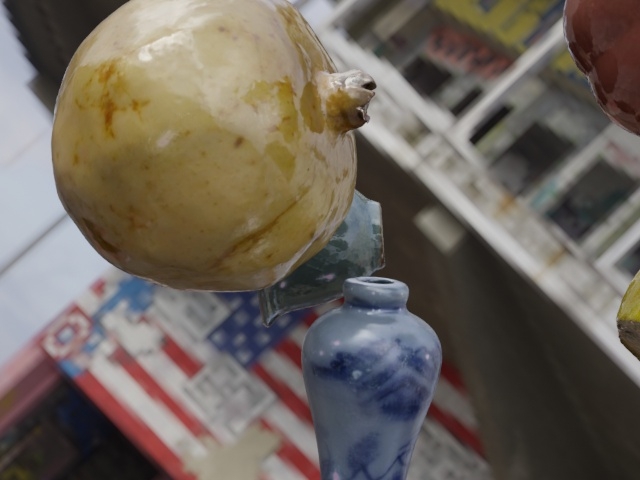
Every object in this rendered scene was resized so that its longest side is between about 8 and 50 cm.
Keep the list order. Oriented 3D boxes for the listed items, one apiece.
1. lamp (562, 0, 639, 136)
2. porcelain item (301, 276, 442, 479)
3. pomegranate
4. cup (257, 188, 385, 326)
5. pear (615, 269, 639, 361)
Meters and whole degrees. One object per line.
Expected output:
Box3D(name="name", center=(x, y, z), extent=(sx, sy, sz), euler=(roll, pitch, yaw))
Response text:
Box3D(name="lamp", center=(0.364, -0.202, 1.785), extent=(0.305, 0.305, 0.239), euler=(47, -31, 3))
Box3D(name="porcelain item", center=(0.047, 0.167, 1.899), extent=(0.141, 0.141, 0.259), euler=(-158, -110, -63))
Box3D(name="pomegranate", center=(-0.095, -0.108, 1.899), extent=(0.342, 0.342, 0.342), euler=(45, -12, 12))
Box3D(name="cup", center=(0.000, 0.000, 2.246), extent=(0.199, 0.150, 0.199), euler=(-4, 90, -88))
Box3D(name="pear", center=(0.446, 0.082, 1.671), extent=(0.340, 0.191, 0.386), euler=(30, -6, 3))
